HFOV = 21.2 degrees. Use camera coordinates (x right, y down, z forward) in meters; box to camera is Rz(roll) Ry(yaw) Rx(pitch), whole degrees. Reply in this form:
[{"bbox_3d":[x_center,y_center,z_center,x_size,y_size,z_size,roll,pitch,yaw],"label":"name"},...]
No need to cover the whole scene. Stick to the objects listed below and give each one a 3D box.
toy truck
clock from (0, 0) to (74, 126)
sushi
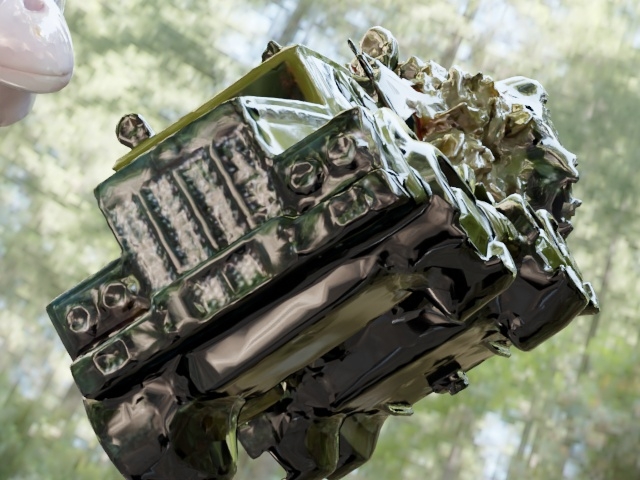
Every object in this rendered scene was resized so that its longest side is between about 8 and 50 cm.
[{"bbox_3d":[0.002,0.004,0.560,0.127,0.257,0.127,-32,-99,11],"label":"toy truck"},{"bbox_3d":[-0.333,-0.184,0.985,0.377,0.368,0.250,3,-60,-12],"label":"clock"},{"bbox_3d":[0.076,-0.041,1.387,0.219,0.238,0.225,10,-75,-33],"label":"sushi"}]
